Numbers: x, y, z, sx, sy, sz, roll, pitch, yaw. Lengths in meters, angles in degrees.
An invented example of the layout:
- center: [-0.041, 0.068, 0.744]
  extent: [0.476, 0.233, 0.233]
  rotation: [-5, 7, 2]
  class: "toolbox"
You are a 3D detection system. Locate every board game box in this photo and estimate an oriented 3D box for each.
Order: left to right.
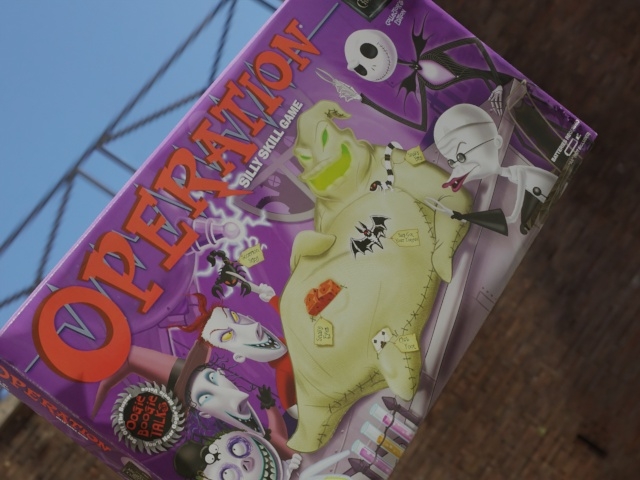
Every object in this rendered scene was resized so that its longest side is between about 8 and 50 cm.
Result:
- center: [0.000, 0.000, 0.702]
  extent: [0.347, 0.208, 0.056]
  rotation: [-55, 0, -28]
  class: "board game box"
